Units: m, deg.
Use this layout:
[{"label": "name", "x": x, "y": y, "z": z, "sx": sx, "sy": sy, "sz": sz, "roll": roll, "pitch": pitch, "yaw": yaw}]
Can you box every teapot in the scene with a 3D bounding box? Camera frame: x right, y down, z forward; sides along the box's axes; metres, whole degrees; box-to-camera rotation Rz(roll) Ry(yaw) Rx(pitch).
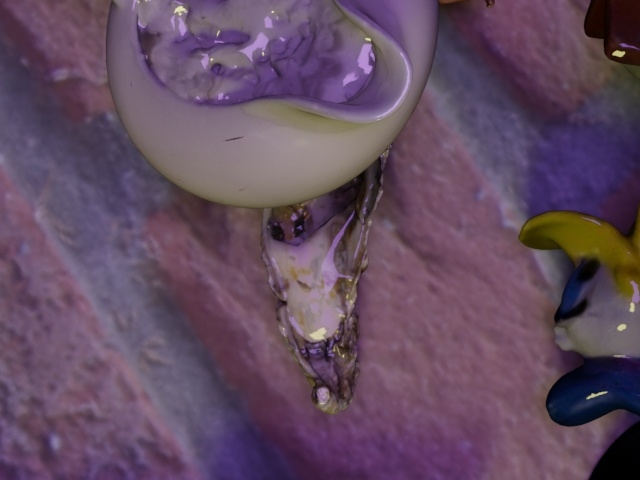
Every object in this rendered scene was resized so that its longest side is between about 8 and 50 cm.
[{"label": "teapot", "x": -0.045, "y": -0.125, "z": 0.748, "sx": 0.298, "sy": 0.139, "sz": 0.204, "roll": 25, "pitch": 96, "yaw": 31}]

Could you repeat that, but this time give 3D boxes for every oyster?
[{"label": "oyster", "x": -0.001, "y": -0.002, "z": 0.813, "sx": 0.106, "sy": 0.061, "sz": 0.200, "roll": 17, "pitch": 81, "yaw": 22}]

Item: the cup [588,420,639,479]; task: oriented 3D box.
[{"label": "cup", "x": 0.256, "y": 0.139, "z": 0.733, "sx": 0.166, "sy": 0.177, "sz": 0.239, "roll": 24, "pitch": 84, "yaw": 2}]

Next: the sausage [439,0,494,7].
[{"label": "sausage", "x": 0.037, "y": -0.197, "z": 0.820, "sx": 0.169, "sy": 0.065, "sz": 0.065, "roll": 24, "pitch": 84, "yaw": 1}]

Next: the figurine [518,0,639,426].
[{"label": "figurine", "x": 0.238, "y": -0.026, "z": 0.749, "sx": 0.283, "sy": 0.204, "sz": 0.338, "roll": 38, "pitch": 97, "yaw": -22}]
